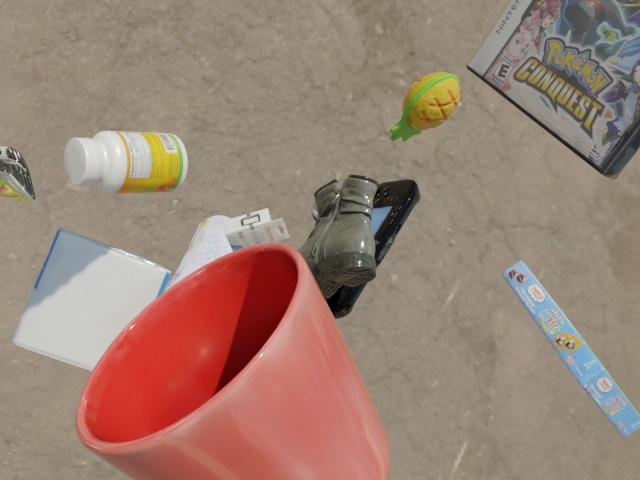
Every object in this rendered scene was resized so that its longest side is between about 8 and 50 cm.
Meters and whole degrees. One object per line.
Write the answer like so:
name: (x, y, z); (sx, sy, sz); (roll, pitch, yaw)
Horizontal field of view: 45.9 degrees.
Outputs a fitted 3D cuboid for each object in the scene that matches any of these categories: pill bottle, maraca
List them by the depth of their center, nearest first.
maraca: (0.215, -0.272, 1.560); (0.127, 0.186, 0.099); (-2, 52, -47)
pill bottle: (-0.431, -0.173, 1.673); (0.245, 0.136, 0.136); (-5, 87, -46)

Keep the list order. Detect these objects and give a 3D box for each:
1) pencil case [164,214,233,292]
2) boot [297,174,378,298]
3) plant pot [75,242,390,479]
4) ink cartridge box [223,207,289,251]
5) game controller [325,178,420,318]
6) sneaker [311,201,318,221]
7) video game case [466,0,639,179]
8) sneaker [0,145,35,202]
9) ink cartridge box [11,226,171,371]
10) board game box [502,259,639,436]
pencil case: (-0.222, 0.082, 1.363); (0.273, 0.124, 0.113); (-58, 162, -31)
boot: (0.000, 0.000, 1.162); (0.083, 0.246, 0.161); (22, 60, -38)
plant pot: (-0.066, 0.179, 0.784); (0.275, 0.275, 0.243); (-51, 119, -31)
ink cartridge box: (-0.090, -0.015, 1.070); (0.048, 0.083, 0.028); (72, 3, -50)
game controller: (0.074, 0.014, 1.435); (0.067, 0.166, 0.319); (38, 71, -15)
sneaker: (0.021, -0.022, 1.700); (0.086, 0.163, 0.226); (37, 23, 17)
video game case: (0.329, -0.250, 0.907); (0.035, 0.275, 0.248); (12, 120, -40)
sneaker: (-0.539, -0.108, 1.223); (0.094, 0.208, 0.081); (-23, 71, 1)
ink cartridge box: (-0.338, 0.090, 1.140); (0.168, 0.232, 0.171); (22, 85, -14)
board game box: (0.334, 0.141, 1.007); (0.039, 0.211, 0.160); (-38, 129, 11)
